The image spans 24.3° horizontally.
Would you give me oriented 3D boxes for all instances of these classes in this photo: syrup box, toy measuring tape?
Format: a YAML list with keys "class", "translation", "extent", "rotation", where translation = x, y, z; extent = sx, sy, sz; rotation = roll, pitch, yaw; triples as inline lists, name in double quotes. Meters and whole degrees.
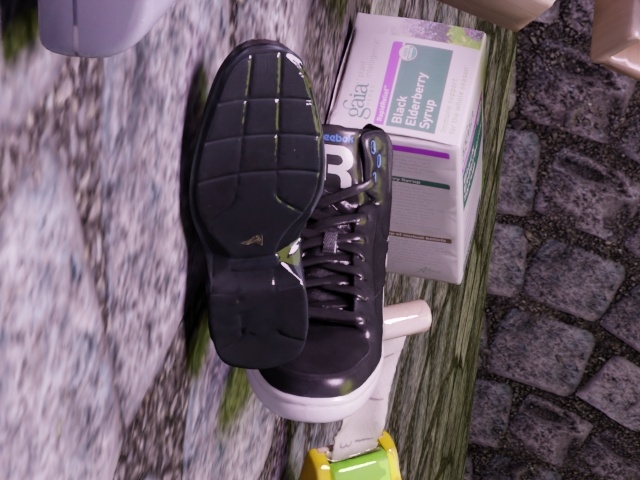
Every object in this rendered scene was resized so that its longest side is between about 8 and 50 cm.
- class: "syrup box"
  translation: [0.067, -0.060, 1.089]
  extent: [0.237, 0.096, 0.093]
  rotation: [80, 22, -65]
- class: "toy measuring tape"
  translation: [0.038, 0.184, 0.996]
  extent: [0.121, 0.121, 0.330]
  rotation: [-70, 177, -46]

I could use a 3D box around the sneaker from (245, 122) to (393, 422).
- class: "sneaker"
  translation: [0.000, 0.000, 0.847]
  extent: [0.217, 0.079, 0.121]
  rotation: [-80, 171, -62]

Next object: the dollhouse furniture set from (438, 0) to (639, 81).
- class: "dollhouse furniture set"
  translation: [0.174, -0.254, 0.778]
  extent: [0.303, 0.286, 0.198]
  rotation: [148, -42, -65]

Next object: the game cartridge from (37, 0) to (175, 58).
- class: "game cartridge"
  translation: [-0.042, -0.225, 0.445]
  extent: [0.196, 0.060, 0.294]
  rotation: [-72, 168, -59]

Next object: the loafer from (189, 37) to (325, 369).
- class: "loafer"
  translation: [-0.033, -0.022, 0.695]
  extent: [0.061, 0.062, 0.170]
  rotation: [-105, -162, -54]
